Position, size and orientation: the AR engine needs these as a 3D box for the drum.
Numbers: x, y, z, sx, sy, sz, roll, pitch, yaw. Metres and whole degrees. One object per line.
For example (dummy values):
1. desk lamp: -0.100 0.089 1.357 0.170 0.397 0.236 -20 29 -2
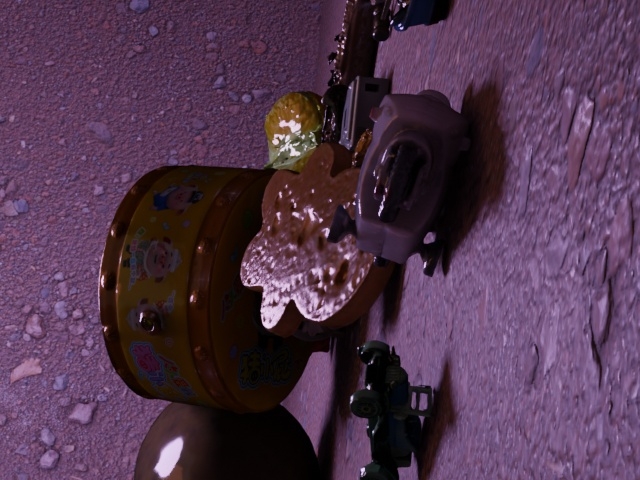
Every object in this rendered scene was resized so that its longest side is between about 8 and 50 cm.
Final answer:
1. drum: -0.173 0.079 1.962 0.431 0.214 0.431 4 -90 -65

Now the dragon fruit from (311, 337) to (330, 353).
1. dragon fruit: -0.099 0.100 2.280 0.240 0.330 0.302 62 -154 -56

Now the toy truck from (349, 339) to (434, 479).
1. toy truck: 0.073 0.173 1.119 0.080 0.078 0.154 -77 -15 -49

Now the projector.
1. projector: 0.065 -0.185 1.793 0.147 0.061 0.115 136 139 -85

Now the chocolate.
1. chocolate: 0.056 -0.289 2.022 0.102 0.065 0.329 -31 -45 -53

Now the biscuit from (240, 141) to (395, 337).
1. biscuit: 0.002 0.001 1.557 0.355 0.052 0.275 6 78 59

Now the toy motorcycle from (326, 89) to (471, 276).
1. toy motorcycle: 0.086 -0.066 1.110 0.260 0.110 0.171 84 -153 -76

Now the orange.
1. orange: -0.027 -0.156 2.200 0.179 0.158 0.237 -21 55 34

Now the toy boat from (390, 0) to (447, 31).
1. toy boat: 0.101 -0.342 1.271 0.100 0.097 0.223 -106 22 -72

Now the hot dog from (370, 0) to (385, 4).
1. hot dog: 0.098 -0.454 1.787 0.192 0.053 0.099 98 173 -51

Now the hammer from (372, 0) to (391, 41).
1. hammer: 0.115 -0.405 1.702 0.292 0.029 0.058 107 167 -59

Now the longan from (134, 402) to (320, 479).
1. longan: -0.167 0.448 2.095 0.404 0.336 0.404 -175 90 -74

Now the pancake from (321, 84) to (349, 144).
1. pancake: 0.034 -0.155 1.885 0.184 0.020 0.190 32 -116 -63

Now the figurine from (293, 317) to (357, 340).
1. figurine: 0.009 0.109 1.854 0.153 0.132 0.132 -164 81 -73

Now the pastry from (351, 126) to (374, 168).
1. pastry: 0.067 -0.110 1.671 0.140 0.056 0.080 101 -174 -68
